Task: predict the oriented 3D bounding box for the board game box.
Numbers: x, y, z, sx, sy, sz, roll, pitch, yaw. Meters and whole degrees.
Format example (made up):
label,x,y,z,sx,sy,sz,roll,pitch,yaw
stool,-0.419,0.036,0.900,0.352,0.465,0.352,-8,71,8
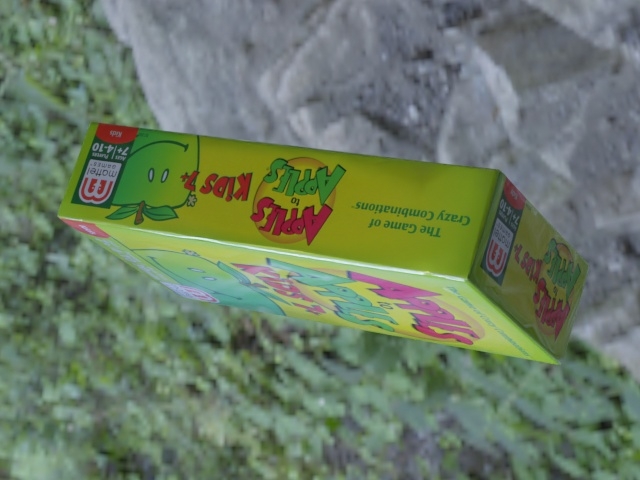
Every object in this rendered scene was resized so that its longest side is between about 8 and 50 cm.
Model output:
label,x,y,z,sx,sy,sz,roll,pitch,yaw
board game box,0.000,0.000,0.684,0.181,0.043,0.092,9,162,32
